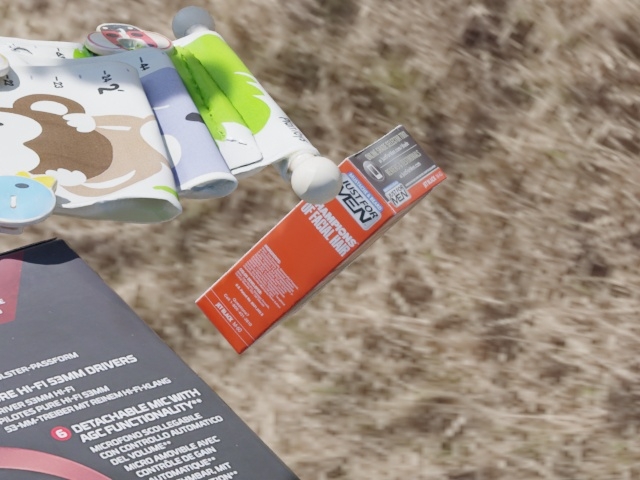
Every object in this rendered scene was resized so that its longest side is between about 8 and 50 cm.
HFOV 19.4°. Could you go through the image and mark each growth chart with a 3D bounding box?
[{"bbox_3d":[-0.111,-0.042,0.577,0.172,0.237,0.021,46,129,52],"label":"growth chart"}]

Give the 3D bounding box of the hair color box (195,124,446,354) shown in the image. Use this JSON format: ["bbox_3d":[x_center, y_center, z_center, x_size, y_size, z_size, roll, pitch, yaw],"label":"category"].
[{"bbox_3d":[0.000,0.000,1.283,0.053,0.093,0.167,49,121,4],"label":"hair color box"}]

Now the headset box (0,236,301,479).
[{"bbox_3d":[-0.094,0.126,0.432,0.293,0.218,0.110,41,134,34],"label":"headset box"}]
